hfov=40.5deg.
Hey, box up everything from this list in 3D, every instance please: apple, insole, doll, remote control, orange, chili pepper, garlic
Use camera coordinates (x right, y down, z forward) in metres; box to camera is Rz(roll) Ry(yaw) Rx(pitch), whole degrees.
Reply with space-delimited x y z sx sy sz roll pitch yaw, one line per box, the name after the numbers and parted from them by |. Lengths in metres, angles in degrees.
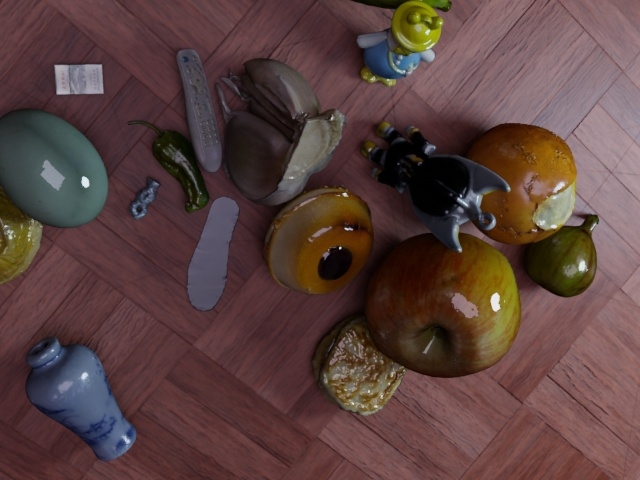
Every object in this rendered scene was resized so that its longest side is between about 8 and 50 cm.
0.244 0.112 1.681 0.301 0.301 0.301 -3 102 -13 | apple
-0.210 0.026 1.688 0.080 0.003 0.232 12 98 -16 | insole
0.202 -0.109 1.622 0.145 0.316 0.103 -40 149 -16 | doll
-0.227 -0.236 1.598 0.044 0.073 0.229 -8 102 26 | remote control
0.384 -0.109 1.683 0.240 0.240 0.240 -3 102 -13 | orange
0.147 -0.360 1.582 0.135 0.241 0.099 40 71 -6 | doll
-0.265 -0.150 1.603 0.073 0.072 0.204 -35 102 -21 | chili pepper
-0.086 -0.196 1.564 0.210 0.292 0.237 -39 132 -15 | garlic

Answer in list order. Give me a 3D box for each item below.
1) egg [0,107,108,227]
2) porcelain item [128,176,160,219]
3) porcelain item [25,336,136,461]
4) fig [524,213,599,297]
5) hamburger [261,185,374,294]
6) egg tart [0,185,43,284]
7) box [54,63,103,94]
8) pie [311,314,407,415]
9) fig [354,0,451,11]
-0.471 -0.125 1.506 0.168 0.168 0.231 -39 104 -3 | egg
-0.330 -0.077 1.624 0.036 0.028 0.083 27 95 -20 | porcelain item
-0.448 0.295 1.623 0.141 0.141 0.259 -34 115 -5 | porcelain item
0.520 0.029 1.794 0.148 0.142 0.186 27 109 -44 | fig
-0.002 -0.002 1.639 0.237 0.147 0.237 -21 136 -22 | hamburger
-0.616 -0.021 1.536 0.232 0.098 0.252 -8 107 -8 | egg tart
-0.433 -0.289 1.557 0.083 0.024 0.054 -4 104 -13 | box
0.083 0.247 1.763 0.179 0.084 0.205 34 85 -21 | pie
0.133 -0.532 1.562 0.314 0.233 0.233 -6 104 -31 | fig
